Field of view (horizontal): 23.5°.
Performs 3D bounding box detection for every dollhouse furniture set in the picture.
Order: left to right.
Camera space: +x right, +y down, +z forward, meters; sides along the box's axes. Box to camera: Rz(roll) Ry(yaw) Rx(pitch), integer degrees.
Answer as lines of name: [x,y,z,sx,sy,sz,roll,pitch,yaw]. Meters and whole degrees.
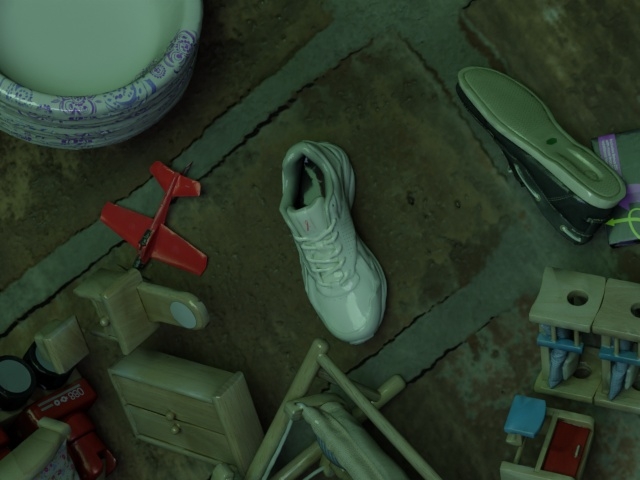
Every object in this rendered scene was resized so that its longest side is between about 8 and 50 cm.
dollhouse furniture set: [-0.237,0.251,1.556,0.173,0.355,0.303,10,130,39]
dollhouse furniture set: [0.259,0.145,1.486,0.129,0.129,0.184,10,51,20]

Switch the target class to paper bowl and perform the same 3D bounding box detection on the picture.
paper bowl: [-0.277,-0.233,1.714,0.284,0.148,0.284,3,66,-8]

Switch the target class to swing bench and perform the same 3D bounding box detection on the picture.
swing bench: [0.030,0.284,1.536,0.255,0.165,0.253,-51,50,7]

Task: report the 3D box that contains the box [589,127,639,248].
box: [0.365,-0.064,1.567,0.162,0.029,0.116,-12,81,17]

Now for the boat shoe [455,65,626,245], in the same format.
boat shoe: [0.214,-0.093,1.597,0.233,0.084,0.079,50,138,27]

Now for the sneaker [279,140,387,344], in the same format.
sneaker: [0.000,0.000,1.643,0.090,0.115,0.232,-21,78,16]

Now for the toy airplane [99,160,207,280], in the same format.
toy airplane: [-0.183,-0.024,1.757,0.151,0.028,0.151,-2,85,18]

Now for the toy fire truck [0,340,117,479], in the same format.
toy fire truck: [-0.317,0.267,1.689,0.246,0.217,0.158,50,130,12]
